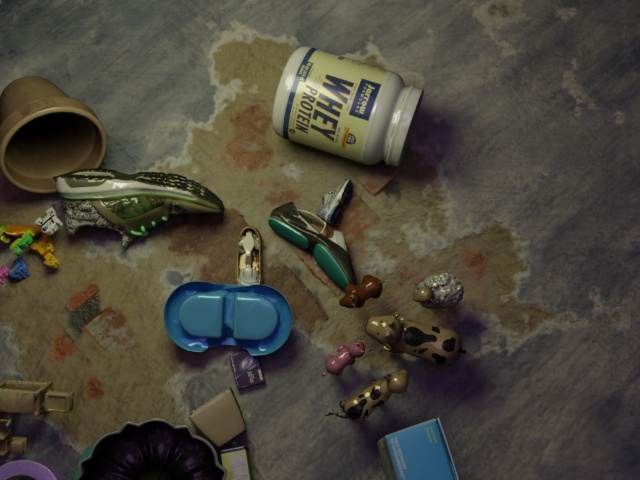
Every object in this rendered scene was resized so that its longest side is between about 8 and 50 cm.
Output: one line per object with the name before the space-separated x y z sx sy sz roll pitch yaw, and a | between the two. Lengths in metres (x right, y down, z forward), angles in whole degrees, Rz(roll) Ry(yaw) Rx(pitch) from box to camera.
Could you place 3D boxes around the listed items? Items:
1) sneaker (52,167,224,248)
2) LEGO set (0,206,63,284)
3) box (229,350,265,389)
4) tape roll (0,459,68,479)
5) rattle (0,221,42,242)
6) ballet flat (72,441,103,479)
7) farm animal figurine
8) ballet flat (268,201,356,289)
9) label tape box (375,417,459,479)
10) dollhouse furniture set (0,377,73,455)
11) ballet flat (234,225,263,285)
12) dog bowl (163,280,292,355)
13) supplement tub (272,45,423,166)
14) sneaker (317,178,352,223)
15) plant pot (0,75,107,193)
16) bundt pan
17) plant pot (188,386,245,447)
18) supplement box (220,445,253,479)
sneaker | -0.445 -0.072 1.918 0.411 0.158 0.181 5 107 -3
LEGO set | -0.693 0.039 1.885 0.093 0.087 0.227 39 77 27
box | -0.172 0.302 1.830 0.067 0.018 0.083 -15 73 -3
tape roll | -0.652 0.583 1.721 0.189 0.080 0.188 0 72 1
rattle | -0.794 0.044 1.908 0.130 0.143 0.199 1 74 42
ballet flat | -0.518 0.557 1.734 0.072 0.068 0.213 7 67 14
farm animal figurine | 0.171 0.237 1.743 0.327 0.172 0.330 -1 85 -7
ballet flat | 0.000 0.000 1.887 0.280 0.095 0.096 41 63 12
label tape box | 0.209 0.507 1.586 0.115 0.347 0.249 -15 73 -3
dollhouse furniture set | -0.649 0.410 1.787 0.182 0.101 0.160 4 97 2
ballet flat | -0.176 0.059 1.881 0.073 0.067 0.206 -4 73 -1
dog bowl | -0.211 0.176 1.821 0.298 0.074 0.165 3 94 3
supplement tub | 0.068 -0.322 1.908 0.325 0.235 0.235 18 74 7
sneaker | 0.033 -0.105 1.937 0.058 0.052 0.135 17 59 27
plant pot | -0.690 -0.285 1.922 0.263 0.263 0.229 -31 58 -8
bundt pan | -0.356 0.540 1.670 0.331 0.124 0.330 0 84 -4
plant pot | -0.225 0.404 1.760 0.109 0.109 0.096 -32 87 -9
supplement box | -0.184 0.506 1.733 0.056 0.083 0.083 -11 72 -2
